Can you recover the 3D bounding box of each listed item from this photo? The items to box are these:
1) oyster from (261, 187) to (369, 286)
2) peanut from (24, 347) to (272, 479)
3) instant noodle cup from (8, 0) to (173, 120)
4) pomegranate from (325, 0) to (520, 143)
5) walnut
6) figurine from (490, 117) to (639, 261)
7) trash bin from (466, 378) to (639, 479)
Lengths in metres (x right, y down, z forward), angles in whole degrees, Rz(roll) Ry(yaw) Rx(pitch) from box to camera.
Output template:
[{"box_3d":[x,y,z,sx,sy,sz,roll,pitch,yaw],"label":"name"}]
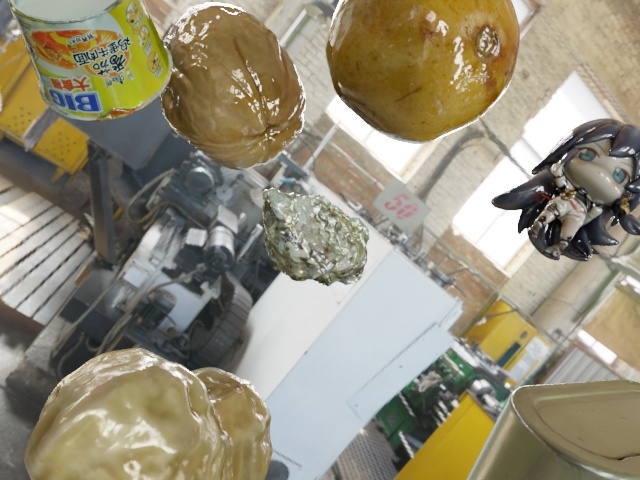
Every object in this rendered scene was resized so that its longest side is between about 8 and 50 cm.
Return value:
[{"box_3d":[0.000,-0.001,0.475,0.100,0.098,0.037,-5,20,-15],"label":"oyster"},{"box_3d":[-0.119,0.168,0.443,0.140,0.153,0.325,53,-11,22],"label":"peanut"},{"box_3d":[-0.317,-0.291,0.751,0.205,0.205,0.153,41,-26,21],"label":"instant noodle cup"},{"box_3d":[0.131,-0.260,0.750,0.264,0.264,0.264,39,5,-4],"label":"pomegranate"},{"box_3d":[-0.171,-0.291,1.031,0.313,0.252,0.277,53,7,35],"label":"walnut"},{"box_3d":[0.423,-0.077,0.885,0.175,0.265,0.197,52,1,-8],"label":"figurine"},{"box_3d":[0.194,0.244,0.436,0.243,0.248,0.121,6,19,-32],"label":"trash bin"}]
